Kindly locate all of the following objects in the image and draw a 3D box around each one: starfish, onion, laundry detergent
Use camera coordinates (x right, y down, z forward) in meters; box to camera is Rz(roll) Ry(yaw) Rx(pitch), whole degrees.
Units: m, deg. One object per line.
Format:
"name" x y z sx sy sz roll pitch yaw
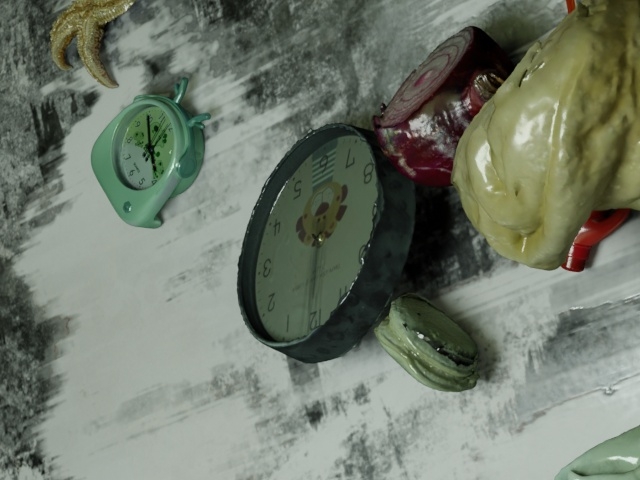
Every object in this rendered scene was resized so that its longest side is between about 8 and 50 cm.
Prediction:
"starfish" -0.336 -0.341 2.378 0.238 0.071 0.216 -40 56 35
"onion" 0.173 -0.153 1.858 0.140 0.195 0.218 52 157 -11
"laundry detergent" 0.315 -0.043 1.829 0.097 0.049 0.165 16 97 34

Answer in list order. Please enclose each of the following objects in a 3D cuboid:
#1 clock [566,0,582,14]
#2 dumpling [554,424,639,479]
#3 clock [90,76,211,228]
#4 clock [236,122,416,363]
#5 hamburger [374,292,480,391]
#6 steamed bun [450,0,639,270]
"clock" 0.320 -0.329 1.835 0.113 0.061 0.155 141 124 -74
"dumpling" 0.404 0.296 1.611 0.321 0.212 0.270 29 106 48
"clock" -0.231 -0.131 2.264 0.211 0.066 0.159 -45 59 25
"clock" 0.001 0.000 1.998 0.313 0.061 0.312 -34 46 44
"hamburger" 0.132 0.124 1.896 0.140 0.133 0.062 39 110 24
"steamed bun" 0.312 -0.139 1.650 0.230 0.325 0.372 41 80 -1
